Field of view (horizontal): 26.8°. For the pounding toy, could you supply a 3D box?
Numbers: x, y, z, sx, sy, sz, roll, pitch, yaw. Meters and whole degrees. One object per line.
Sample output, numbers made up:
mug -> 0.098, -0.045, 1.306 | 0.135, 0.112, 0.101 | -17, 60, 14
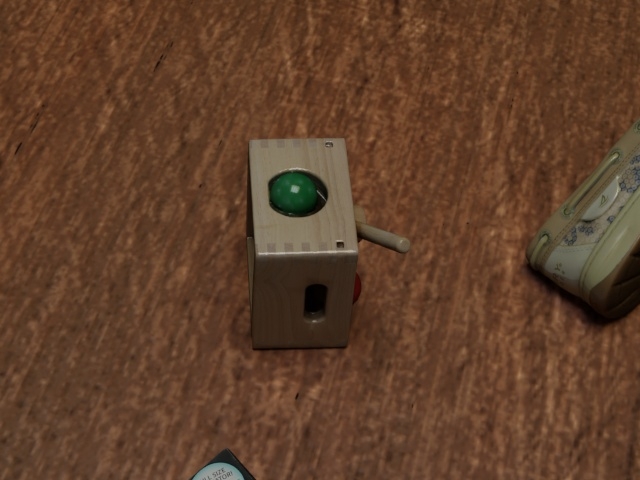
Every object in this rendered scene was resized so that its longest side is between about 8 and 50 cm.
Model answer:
pounding toy -> 0.000, 0.000, 0.957 | 0.100, 0.141, 0.130 | -1, 50, -6

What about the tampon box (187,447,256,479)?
tampon box -> -0.041, 0.226, 0.771 | 0.120, 0.101, 0.161 | -40, 62, -10

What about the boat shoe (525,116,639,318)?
boat shoe -> 0.265, -0.079, 1.015 | 0.089, 0.104, 0.285 | 33, 82, 34
